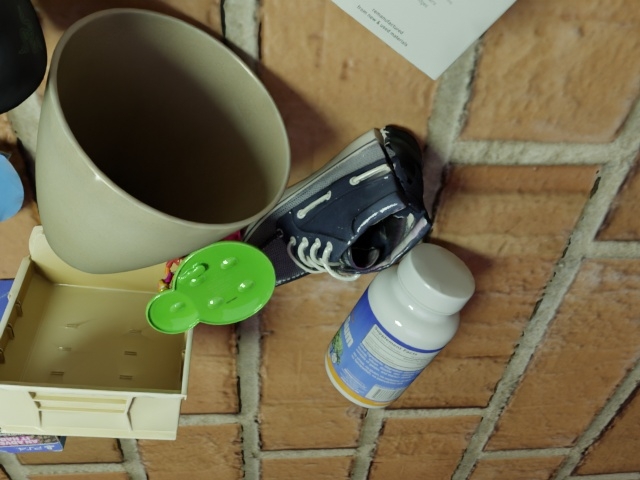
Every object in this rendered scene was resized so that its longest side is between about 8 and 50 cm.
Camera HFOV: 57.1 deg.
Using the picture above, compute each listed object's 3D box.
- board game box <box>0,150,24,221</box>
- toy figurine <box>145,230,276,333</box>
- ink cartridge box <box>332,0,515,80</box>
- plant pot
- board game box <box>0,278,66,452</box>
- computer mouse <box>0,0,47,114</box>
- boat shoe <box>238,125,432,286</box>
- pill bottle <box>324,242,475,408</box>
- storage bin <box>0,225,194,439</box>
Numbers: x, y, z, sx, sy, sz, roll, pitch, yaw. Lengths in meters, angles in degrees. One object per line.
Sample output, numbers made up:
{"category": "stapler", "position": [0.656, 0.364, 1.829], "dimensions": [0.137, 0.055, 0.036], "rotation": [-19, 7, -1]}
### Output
{"category": "board game box", "position": [-0.464, -0.091, 0.756], "dimensions": [0.168, 0.033, 0.133], "rotation": [20, 133, -16]}
{"category": "toy figurine", "position": [-0.159, 0.025, 0.799], "dimensions": [0.173, 0.159, 0.130], "rotation": [-30, 127, 2]}
{"category": "ink cartridge box", "position": [0.104, -0.303, 0.500], "dimensions": [0.168, 0.171, 0.232], "rotation": [24, 126, -36]}
{"category": "plant pot", "position": [-0.214, -0.069, 0.678], "dimensions": [0.256, 0.256, 0.274], "rotation": [27, 140, -27]}
{"category": "board game box", "position": [-0.556, 0.213, 0.955], "dimensions": [0.232, 0.141, 0.291], "rotation": [-1, 133, -4]}
{"category": "computer mouse", "position": [-0.291, -0.207, 0.519], "dimensions": [0.072, 0.272, 0.188], "rotation": [-18, 134, -15]}
{"category": "boat shoe", "position": [0.000, 0.000, 0.795], "dimensions": [0.127, 0.158, 0.340], "rotation": [32, 123, -30]}
{"category": "pill bottle", "position": [0.125, 0.135, 0.939], "dimensions": [0.152, 0.152, 0.272], "rotation": [15, 129, -18]}
{"category": "storage bin", "position": [-0.307, 0.121, 0.811], "dimensions": [0.260, 0.262, 0.123], "rotation": [7, 134, -11]}
